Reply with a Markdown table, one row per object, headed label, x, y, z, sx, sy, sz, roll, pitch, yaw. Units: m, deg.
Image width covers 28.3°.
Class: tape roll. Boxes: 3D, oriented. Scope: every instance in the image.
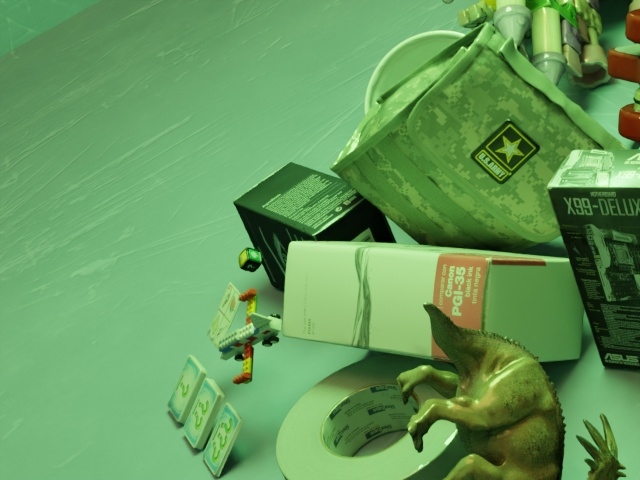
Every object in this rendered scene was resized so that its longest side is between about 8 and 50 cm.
| label | x | y | z | sx | sy | sz | roll | pitch | yaw |
| --- | --- | --- | --- | --- | --- | --- | --- | --- | --- |
| tape roll | 0.065 | 0.218 | 1.367 | 0.219 | 0.072 | 0.219 | -18 | 31 | 11 |

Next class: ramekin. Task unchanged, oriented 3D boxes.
| label | x | y | z | sx | sy | sz | roll | pitch | yaw |
| --- | --- | --- | --- | --- | --- | --- | --- | --- | --- |
| ramekin | 0.177 | -0.188 | 1.822 | 0.207 | 0.207 | 0.109 | -14 | -13 | 18 |

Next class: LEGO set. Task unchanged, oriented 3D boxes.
| label | x | y | z | sx | sy | sz | roll | pitch | yaw |
| --- | --- | --- | --- | --- | --- | --- | --- | --- | --- |
| LEGO set | -0.122 | 0.132 | 1.520 | 0.244 | 0.060 | 0.182 | -65 | 30 | 11 |

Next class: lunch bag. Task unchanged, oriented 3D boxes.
| label | x | y | z | sx | sy | sz | roll | pitch | yaw |
| --- | --- | --- | --- | --- | --- | --- | --- | --- | --- |
| lunch bag | 0.191 | -0.106 | 1.500 | 0.287 | 0.235 | 0.169 | -35 | 18 | 55 |

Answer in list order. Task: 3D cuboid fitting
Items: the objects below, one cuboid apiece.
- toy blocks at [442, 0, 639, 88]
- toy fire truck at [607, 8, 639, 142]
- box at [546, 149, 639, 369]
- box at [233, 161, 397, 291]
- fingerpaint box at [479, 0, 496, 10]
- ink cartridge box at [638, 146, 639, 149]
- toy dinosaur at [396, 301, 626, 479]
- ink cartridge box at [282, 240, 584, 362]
| label | x | y | z | sx | sy | sz | roll | pitch | yaw |
| --- | --- | --- | --- | --- | --- | --- | --- | --- | --- |
| toy blocks | 0.322 | -0.304 | 1.842 | 0.309 | 0.289 | 0.260 | -22 | 54 | 36 |
| toy fire truck | 0.546 | -0.219 | 1.671 | 0.254 | 0.169 | 0.302 | -12 | 22 | -31 |
| box | 0.402 | 0.027 | 1.260 | 0.307 | 0.242 | 0.076 | 2 | 37 | 39 |
| box | 0.000 | 0.000 | 1.685 | 0.108 | 0.153 | 0.207 | -36 | 32 | -21 |
| fingerpaint box | 0.456 | -0.544 | 2.128 | 0.371 | 0.163 | 0.445 | -12 | 18 | 21 |
| ink cartridge box | 0.534 | -0.071 | 1.349 | 0.396 | 0.151 | 0.270 | -10 | 31 | 43 |
| toy dinosaur | 0.190 | 0.179 | 1.195 | 0.200 | 0.295 | 0.127 | -19 | 0 | 3 |
| ink cartridge box | 0.125 | 0.066 | 1.431 | 0.283 | 0.117 | 0.207 | 5 | 2 | 41 |
